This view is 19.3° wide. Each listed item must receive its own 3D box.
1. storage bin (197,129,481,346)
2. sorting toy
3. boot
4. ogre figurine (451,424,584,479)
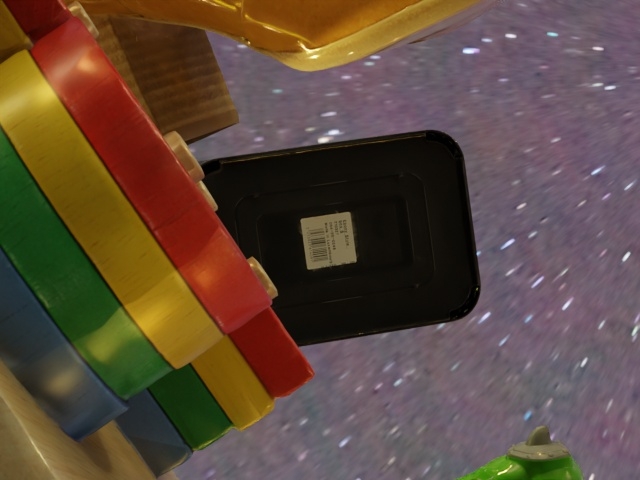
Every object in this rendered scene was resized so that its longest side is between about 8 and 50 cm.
[{"bbox_3d":[0.000,0.000,1.194,0.180,0.084,0.122,-8,-87,-15],"label":"storage bin"},{"bbox_3d":[-0.097,-0.032,0.547,0.089,0.257,0.255,-34,-101,-3],"label":"sorting toy"},{"bbox_3d":[-0.024,-0.165,0.727,0.295,0.104,0.211,-20,-87,33],"label":"boot"},{"bbox_3d":[0.115,0.179,0.923,0.197,0.097,0.118,44,-95,2],"label":"ogre figurine"}]
